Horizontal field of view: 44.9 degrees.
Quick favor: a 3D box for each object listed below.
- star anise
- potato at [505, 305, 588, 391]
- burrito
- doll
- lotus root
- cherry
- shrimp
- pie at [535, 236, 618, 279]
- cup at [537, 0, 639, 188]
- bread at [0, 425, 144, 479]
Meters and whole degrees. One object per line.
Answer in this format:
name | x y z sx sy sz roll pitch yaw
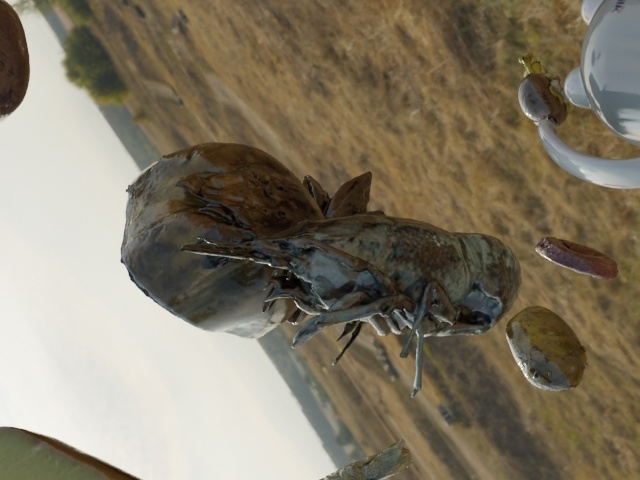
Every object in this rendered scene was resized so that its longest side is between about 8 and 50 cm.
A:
star anise | 0.016 0.007 1.395 0.315 0.315 0.108 53 175 27
potato | 0.175 0.084 0.603 0.083 0.051 0.040 -105 5 -55
burrito | 0.075 0.463 1.526 0.058 0.229 0.063 64 -172 19
doll | 0.463 -0.320 1.631 0.145 0.096 0.188 3 -115 -58
lotus root | -0.111 -0.019 0.980 0.192 0.272 0.272 -39 84 41
cherry | -0.576 -0.280 1.265 0.213 0.266 0.183 8 162 35
shrimp | 0.052 0.053 0.751 0.172 0.372 0.137 -127 40 -52
pie | 0.564 0.040 1.700 0.182 0.049 0.182 16 -167 -4
cup | 0.242 -0.105 0.527 0.134 0.173 0.142 19 -175 -33
bread | -0.099 0.238 0.561 0.361 0.077 0.138 11 147 33
